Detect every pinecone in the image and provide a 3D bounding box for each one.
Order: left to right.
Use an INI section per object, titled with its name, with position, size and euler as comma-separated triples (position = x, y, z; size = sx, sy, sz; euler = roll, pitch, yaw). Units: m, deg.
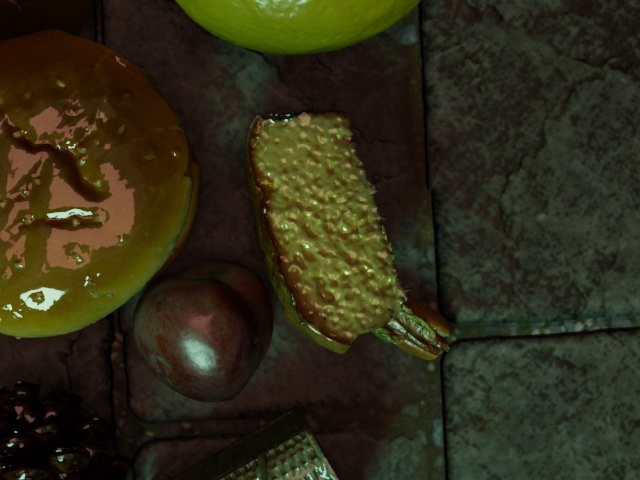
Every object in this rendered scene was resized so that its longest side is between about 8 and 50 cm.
[pinecone]
position = -0.289, 0.245, 1.376
size = 0.222, 0.221, 0.221
euler = 0, 92, -6

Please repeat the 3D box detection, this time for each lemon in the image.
[lemon]
position = -0.021, -0.323, 1.338
size = 0.297, 0.297, 0.297
euler = 0, 92, -6

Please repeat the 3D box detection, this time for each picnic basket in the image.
[picnic basket]
position = -0.067, 0.285, 1.420
size = 0.196, 0.154, 0.134
euler = -28, 94, -3

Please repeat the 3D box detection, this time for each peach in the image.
[peach]
position = -0.114, 0.098, 1.419
size = 0.152, 0.152, 0.152
euler = 0, 92, -6

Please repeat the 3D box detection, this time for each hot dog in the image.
[hot dog]
position = 0.085, 0.087, 1.482
size = 0.133, 0.041, 0.056
euler = 32, 89, -6

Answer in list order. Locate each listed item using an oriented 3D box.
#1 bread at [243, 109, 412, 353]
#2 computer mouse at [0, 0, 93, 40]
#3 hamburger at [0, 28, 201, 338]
[bread]
position = -0.003, -0.003, 1.424
size = 0.129, 0.134, 0.260
euler = -13, 78, -15
[computer mouse]
position = -0.302, -0.362, 1.413
size = 0.158, 0.072, 0.310
euler = 6, 93, -4
[hamburger]
position = -0.281, -0.054, 1.380
size = 0.314, 0.170, 0.290
euler = -41, 89, -1
